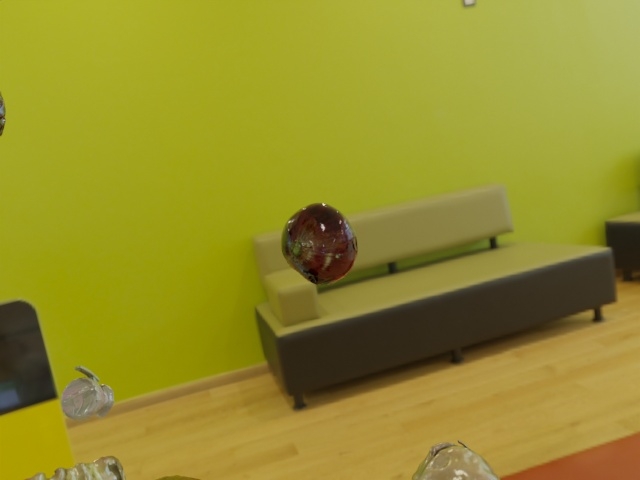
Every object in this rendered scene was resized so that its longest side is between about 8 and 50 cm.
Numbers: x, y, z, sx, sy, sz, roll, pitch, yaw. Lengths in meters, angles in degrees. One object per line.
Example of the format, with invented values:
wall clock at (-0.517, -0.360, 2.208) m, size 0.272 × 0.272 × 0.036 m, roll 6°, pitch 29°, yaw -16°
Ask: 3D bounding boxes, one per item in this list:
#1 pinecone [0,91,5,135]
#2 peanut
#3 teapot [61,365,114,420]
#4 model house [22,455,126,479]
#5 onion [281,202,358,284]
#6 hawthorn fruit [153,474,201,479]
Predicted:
pinecone at (-0.583, -0.208, 0.996) m, size 0.179 × 0.184 × 0.204 m, roll -15°, pitch 10°, yaw -36°
peanut at (0.200, 0.407, 0.816) m, size 0.149 × 0.313 × 0.149 m, roll -25°, pitch 11°, yaw 5°
teapot at (-0.356, 0.235, 1.003) m, size 0.064 × 0.083 × 0.064 m, roll -18°, pitch -20°, yaw 11°
model house at (-0.211, 0.270, 0.436) m, size 0.253 × 0.196 × 0.160 m, roll -8°, pitch -25°, yaw -36°
onion at (0.000, 0.000, 0.947) m, size 0.117 × 0.119 × 0.118 m, roll 24°, pitch 23°, yaw 18°
hawthorn fruit at (-0.178, 0.497, 0.940) m, size 0.286 × 0.287 × 0.330 m, roll -7°, pitch -27°, yaw 16°
